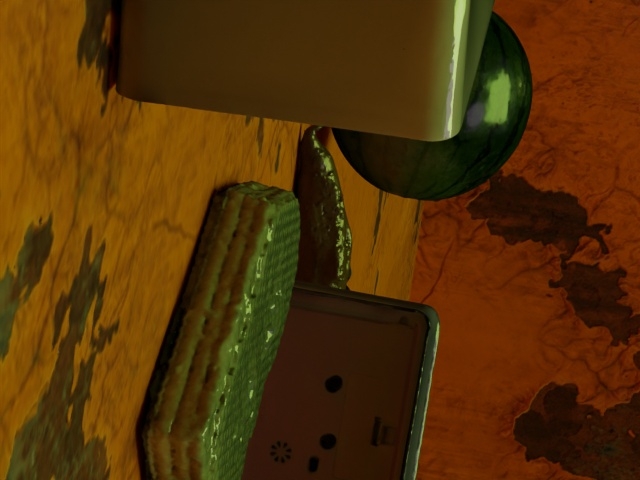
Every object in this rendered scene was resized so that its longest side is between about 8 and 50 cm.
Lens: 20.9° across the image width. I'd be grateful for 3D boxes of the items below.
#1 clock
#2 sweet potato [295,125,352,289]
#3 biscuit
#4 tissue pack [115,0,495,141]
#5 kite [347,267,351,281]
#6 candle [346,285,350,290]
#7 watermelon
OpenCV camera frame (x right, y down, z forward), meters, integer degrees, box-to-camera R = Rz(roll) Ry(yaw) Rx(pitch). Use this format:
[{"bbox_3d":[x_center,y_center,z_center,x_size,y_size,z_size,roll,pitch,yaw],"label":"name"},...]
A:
[{"bbox_3d":[0.002,0.132,1.280,0.073,0.144,0.193,-14,114,-77],"label":"clock"},{"bbox_3d":[0.000,0.000,1.465,0.068,0.060,0.206,-149,-127,-61],"label":"sweet potato"},{"bbox_3d":[-0.055,0.063,1.091,0.150,0.052,0.252,92,10,-49],"label":"biscuit"},{"bbox_3d":[0.008,-0.164,0.842,0.246,0.159,0.136,-66,163,-63],"label":"tissue pack"},{"bbox_3d":[0.006,0.051,1.770,0.321,0.016,0.234,-69,167,-61],"label":"kite"},{"bbox_3d":[-0.011,0.096,1.534,0.052,0.052,0.131,84,19,-68],"label":"candle"},{"bbox_3d":[0.101,-0.142,1.553,0.188,0.188,0.215,-35,140,-81],"label":"watermelon"}]
